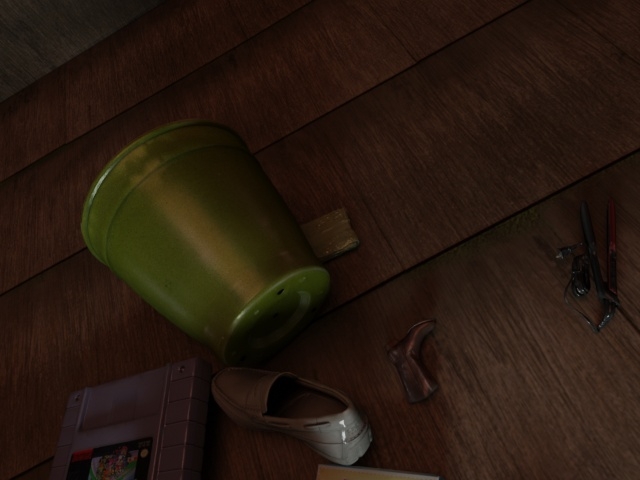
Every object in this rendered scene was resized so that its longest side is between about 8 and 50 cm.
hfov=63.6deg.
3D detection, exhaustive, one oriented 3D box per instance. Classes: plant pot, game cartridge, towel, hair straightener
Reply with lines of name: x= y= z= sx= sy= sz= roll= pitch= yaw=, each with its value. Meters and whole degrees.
plant pot: x=-0.177 y=0.027 z=0.949 sx=0.366 sy=0.366 sz=0.353 roll=-43 pitch=64 yaw=-6
game cartridge: x=-0.353 y=0.358 z=0.928 sx=0.355 sy=0.068 sz=0.230 roll=-20 pitch=48 yaw=26
towel: x=0.000 y=0.000 z=1.059 sx=0.148 sy=0.027 sz=0.110 roll=-27 pitch=51 yaw=8
hair straightener: x=0.429 y=0.036 z=0.834 sx=0.089 sy=0.047 sz=0.230 roll=0 pitch=64 yaw=25

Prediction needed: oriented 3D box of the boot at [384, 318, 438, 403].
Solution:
boot: x=0.169 y=0.198 z=0.845 sx=0.106 sy=0.037 sz=0.114 roll=-39 pitch=47 yaw=14

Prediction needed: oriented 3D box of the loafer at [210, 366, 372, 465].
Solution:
loafer: x=-0.062 y=0.257 z=0.843 sx=0.320 sy=0.111 sz=0.112 roll=6 pitch=35 yaw=35

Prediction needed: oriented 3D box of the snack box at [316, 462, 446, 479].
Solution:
snack box: x=0.068 y=0.481 z=0.692 sx=0.187 sy=0.060 sz=0.321 roll=-4 pitch=58 yaw=23
